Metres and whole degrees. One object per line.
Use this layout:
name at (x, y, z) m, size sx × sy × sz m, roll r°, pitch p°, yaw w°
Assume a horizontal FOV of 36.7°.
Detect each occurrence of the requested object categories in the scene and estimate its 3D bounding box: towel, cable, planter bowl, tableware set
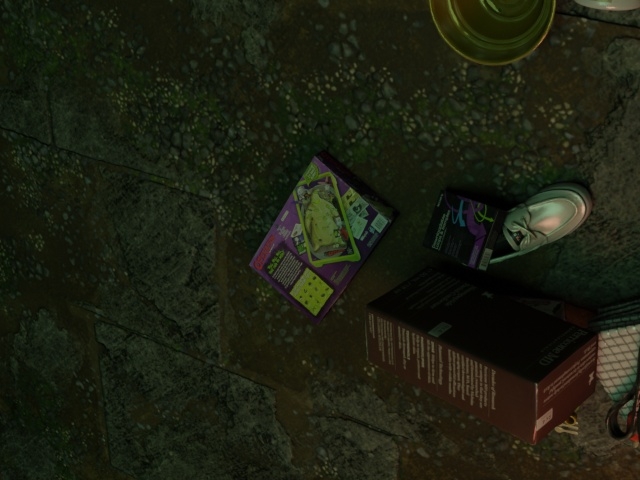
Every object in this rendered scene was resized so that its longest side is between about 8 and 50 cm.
towel at (0.616, 0.198, 1.655) m, size 0.284 × 0.121 × 0.235 m, roll -22°, pitch 109°, yaw 45°
cable at (0.558, 0.258, 1.638) m, size 0.139 × 0.072 × 0.287 m, roll 21°, pitch 124°, yaw 46°
planter bowl at (0.292, -0.402, 1.570) m, size 0.217 × 0.090 × 0.217 m, roll 16°, pitch 121°, yaw 27°
tableware set at (0.414, 0.318, 1.825) m, size 0.154 × 0.024 × 0.104 m, roll 9°, pitch 119°, yaw 31°

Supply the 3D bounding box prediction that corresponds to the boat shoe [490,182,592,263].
boat shoe at (0.360, -0.021, 1.731) m, size 0.267 × 0.088 × 0.096 m, roll -22°, pitch 101°, yaw 40°

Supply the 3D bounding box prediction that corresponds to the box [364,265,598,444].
box at (0.278, 0.193, 1.723) m, size 0.381 × 0.191 × 0.143 m, roll 23°, pitch 129°, yaw 39°

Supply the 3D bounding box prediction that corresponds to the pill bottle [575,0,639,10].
pill bottle at (0.441, -0.446, 1.430) m, size 0.112 × 0.112 × 0.186 m, roll 17°, pitch 123°, yaw 26°

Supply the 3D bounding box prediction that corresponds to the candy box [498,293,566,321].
candy box at (0.392, 0.223, 1.852) m, size 0.159 × 0.071 × 0.233 m, roll 5°, pitch 117°, yaw 33°

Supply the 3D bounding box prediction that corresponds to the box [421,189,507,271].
box at (0.260, -0.020, 1.764) m, size 0.162 × 0.029 × 0.116 m, roll 25°, pitch 99°, yaw 55°

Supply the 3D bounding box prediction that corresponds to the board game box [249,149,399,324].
board game box at (0.000, 0.000, 2.018) m, size 0.208 × 0.056 × 0.347 m, roll 39°, pitch 130°, yaw 6°
